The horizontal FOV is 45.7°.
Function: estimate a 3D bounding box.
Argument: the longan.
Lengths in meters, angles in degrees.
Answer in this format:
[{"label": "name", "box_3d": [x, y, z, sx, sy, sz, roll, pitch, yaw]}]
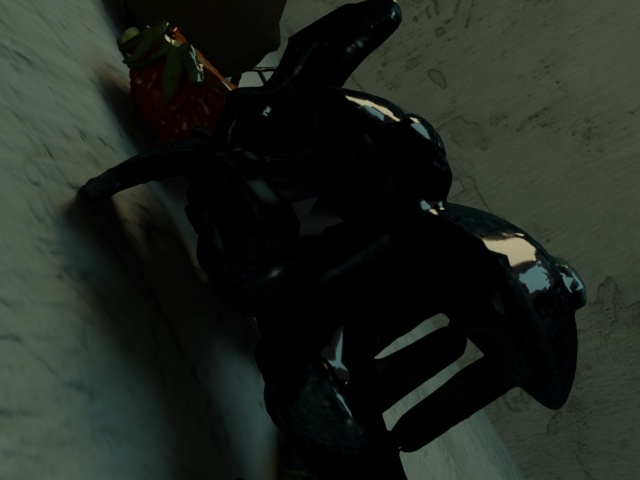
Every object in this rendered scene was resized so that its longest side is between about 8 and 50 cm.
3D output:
[{"label": "longan", "box_3d": [-0.111, -0.244, 0.747, 0.189, 0.189, 0.189, 58, 7, -12]}]

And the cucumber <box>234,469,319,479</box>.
[{"label": "cucumber", "box_3d": [0.001, 0.169, 0.269, 0.046, 0.070, 0.220, 11, 39, -40]}]

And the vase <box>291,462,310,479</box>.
[{"label": "vase", "box_3d": [0.009, 0.129, 0.468, 0.060, 0.060, 0.211, 59, 7, -7]}]

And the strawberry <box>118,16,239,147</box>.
[{"label": "strawberry", "box_3d": [-0.081, -0.095, 0.603, 0.187, 0.082, 0.146, 35, 19, -39]}]

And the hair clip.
[{"label": "hair clip", "box_3d": [-0.002, -0.004, 0.437, 0.206, 0.194, 0.310, 60, -6, -17]}]

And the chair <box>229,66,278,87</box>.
[{"label": "chair", "box_3d": [-0.063, -0.132, 0.999, 0.229, 0.113, 0.106, 110, -36, -47]}]

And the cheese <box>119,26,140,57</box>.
[{"label": "cheese", "box_3d": [-0.151, -0.165, 0.689, 0.044, 0.030, 0.083, 40, 3, 26]}]
